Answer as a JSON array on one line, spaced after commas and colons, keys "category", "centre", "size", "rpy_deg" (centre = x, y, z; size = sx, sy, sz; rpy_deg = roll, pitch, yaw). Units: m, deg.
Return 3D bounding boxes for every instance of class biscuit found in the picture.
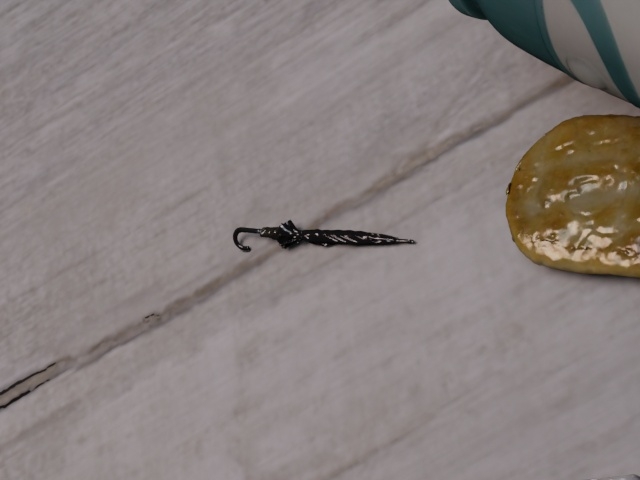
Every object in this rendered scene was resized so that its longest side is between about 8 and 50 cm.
[{"category": "biscuit", "centre": [0.233, -0.027, 1.134], "size": [0.247, 0.029, 0.118], "rpy_deg": [5, 70, 32]}]

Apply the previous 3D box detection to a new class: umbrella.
[{"category": "umbrella", "centre": [-0.001, -0.004, 1.268], "size": [0.149, 0.022, 0.022], "rpy_deg": [-3, 108, 29]}]

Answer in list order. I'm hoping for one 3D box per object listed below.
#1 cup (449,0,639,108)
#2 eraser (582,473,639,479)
[{"category": "cup", "centre": [0.246, -0.215, 1.100], "size": [0.258, 0.219, 0.289], "rpy_deg": [30, 81, 40]}, {"category": "eraser", "centre": [0.148, 0.251, 1.027], "size": [0.124, 0.068, 0.210], "rpy_deg": [-14, 62, 25]}]
